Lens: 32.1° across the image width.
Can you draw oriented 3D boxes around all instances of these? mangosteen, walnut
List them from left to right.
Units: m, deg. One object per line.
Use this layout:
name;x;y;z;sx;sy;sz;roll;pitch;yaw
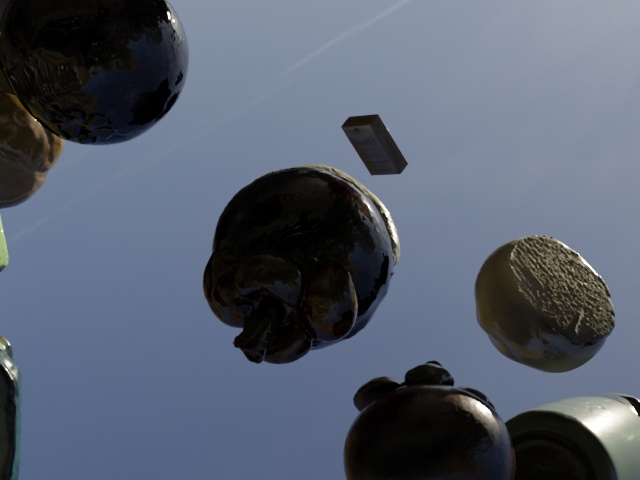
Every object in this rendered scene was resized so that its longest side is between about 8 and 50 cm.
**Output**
walnut;-0.452;-0.160;1.411;0.225;0.261;0.225;-48;-168;14
mangosteen;-0.224;-0.208;1.102;0.194;0.194;0.230;-17;-115;31
mangosteen;-0.031;0.039;1.206;0.211;0.211;0.250;-16;-154;32
mangosteen;0.113;0.213;1.176;0.200;0.200;0.200;-27;-152;16

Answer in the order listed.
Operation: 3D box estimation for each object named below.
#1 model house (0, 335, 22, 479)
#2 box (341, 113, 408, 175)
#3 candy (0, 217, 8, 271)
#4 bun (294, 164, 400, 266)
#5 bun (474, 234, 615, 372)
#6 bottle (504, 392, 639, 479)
model house;-0.432;0.219;1.282;0.184;0.253;0.291;2;-176;-11
box;0.068;-0.120;1.405;0.053;0.083;0.024;2;-137;46
candy;-0.558;-0.102;1.652;0.142;0.343;0.132;-7;180;26
bun;0.000;0.000;1.684;0.231;0.231;0.133;-61;-177;-40
bun;0.257;0.084;1.337;0.120;0.173;0.173;-51;-169;43
bottle;0.343;0.277;1.416;0.168;0.168;0.347;-17;171;31
